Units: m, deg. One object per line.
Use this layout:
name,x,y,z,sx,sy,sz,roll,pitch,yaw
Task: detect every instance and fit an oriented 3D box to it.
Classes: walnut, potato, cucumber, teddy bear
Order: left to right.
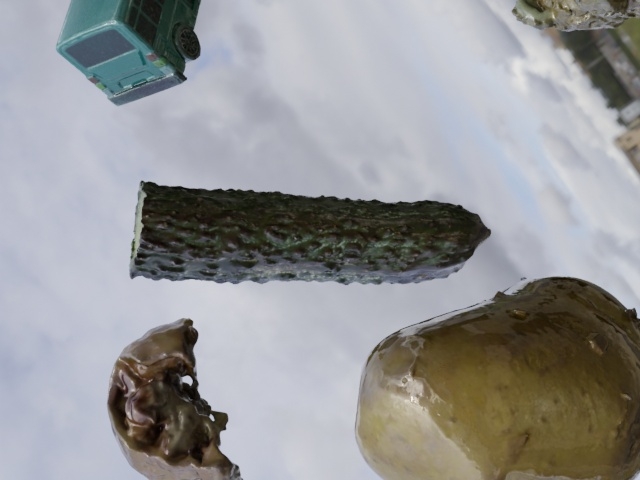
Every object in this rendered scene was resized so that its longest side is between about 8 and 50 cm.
walnut,-0.198,0.234,1.268,0.204,0.141,0.238,128,123,-72
cucumber,0.000,0.000,0.940,0.359,0.096,0.096,4,-139,-17
potato,0.102,0.087,0.512,0.175,0.137,0.137,-16,-116,-25
teddy bear,0.352,-0.325,1.140,0.256,0.267,0.156,11,132,55

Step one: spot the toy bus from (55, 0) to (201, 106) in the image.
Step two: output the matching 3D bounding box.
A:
toy bus,-0.225,-0.314,1.221,0.147,0.128,0.256,41,-134,-45
